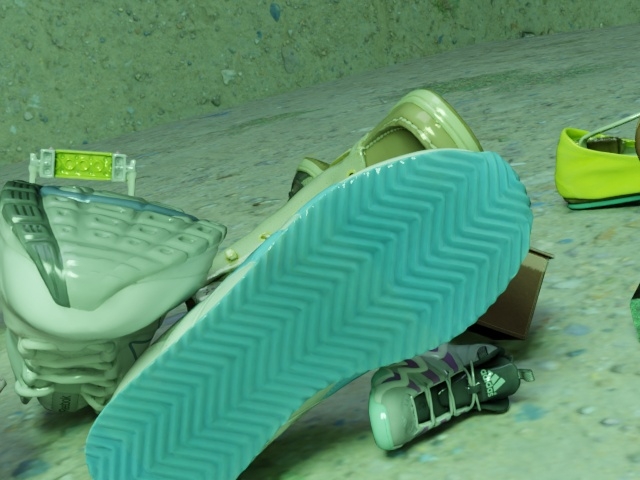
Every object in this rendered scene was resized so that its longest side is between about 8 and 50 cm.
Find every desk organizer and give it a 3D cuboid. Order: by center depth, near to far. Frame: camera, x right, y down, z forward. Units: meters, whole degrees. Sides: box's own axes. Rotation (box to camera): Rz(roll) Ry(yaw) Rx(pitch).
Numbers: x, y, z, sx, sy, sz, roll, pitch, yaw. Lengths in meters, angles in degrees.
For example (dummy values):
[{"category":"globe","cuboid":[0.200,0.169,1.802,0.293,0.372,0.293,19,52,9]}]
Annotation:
[{"category":"desk organizer","cuboid":[0.085,0.030,0.619,0.047,0.050,0.130,20,-9,-10]}]

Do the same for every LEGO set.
[{"category":"LEGO set","cuboid":[-0.231,-0.015,0.808,0.287,0.107,0.132,-2,13,-34]}]

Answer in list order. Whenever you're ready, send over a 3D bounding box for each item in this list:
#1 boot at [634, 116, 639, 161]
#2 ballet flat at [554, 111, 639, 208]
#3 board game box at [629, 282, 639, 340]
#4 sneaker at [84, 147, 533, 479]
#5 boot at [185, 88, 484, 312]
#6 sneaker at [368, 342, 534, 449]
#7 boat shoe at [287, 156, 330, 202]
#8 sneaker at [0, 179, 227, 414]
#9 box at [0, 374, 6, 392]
[{"category":"boot","cuboid":[0.257,-0.033,0.539,0.283,0.109,0.220,12,27,42]},{"category":"ballet flat","cuboid":[0.292,-0.070,0.811,0.231,0.077,0.077,-2,14,35]},{"category":"board game box","cuboid":[0.308,0.015,0.544,0.259,0.030,0.136,-4,12,30]},{"category":"sneaker","cuboid":[-0.008,0.032,0.480,0.228,0.087,0.092,-35,9,4]},{"category":"boot","cuboid":[0.000,0.000,0.615,0.165,0.077,0.213,-34,-4,-19]},{"category":"sneaker","cuboid":[0.067,0.069,0.492,0.069,0.038,0.098,-6,14,26]},{"category":"boat shoe","cuboid":[0.001,-0.018,0.847,0.073,0.080,0.223,-48,13,-6]},{"category":"sneaker","cuboid":[-0.121,0.038,0.562,0.111,0.129,0.297,13,-3,-9]},{"category":"box","cuboid":[-0.260,0.092,0.408,0.128,0.123,0.257,-37,5,19]}]
